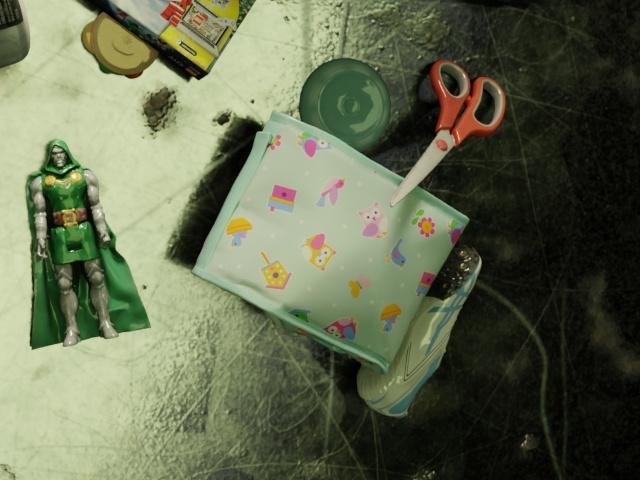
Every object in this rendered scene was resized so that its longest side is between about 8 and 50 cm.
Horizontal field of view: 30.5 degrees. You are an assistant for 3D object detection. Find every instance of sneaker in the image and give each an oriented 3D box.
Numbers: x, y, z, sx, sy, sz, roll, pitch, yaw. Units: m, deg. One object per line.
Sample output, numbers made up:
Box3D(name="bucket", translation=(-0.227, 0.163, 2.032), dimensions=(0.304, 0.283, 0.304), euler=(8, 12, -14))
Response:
Box3D(name="sneaker", translation=(0.129, 0.112, 1.465), dimensions=(0.237, 0.085, 0.086), euler=(-57, 134, -10))

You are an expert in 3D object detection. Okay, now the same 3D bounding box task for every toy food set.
Box3D(name="toy food set", translation=(-0.224, -0.229, 1.346), dimensions=(0.083, 0.020, 0.082), euler=(-42, 105, -11))

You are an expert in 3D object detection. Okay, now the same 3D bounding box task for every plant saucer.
Box3D(name="plant saucer", translation=(0.034, -0.164, 1.435), dimensions=(0.119, 0.021, 0.119), euler=(-1, 95, -17))

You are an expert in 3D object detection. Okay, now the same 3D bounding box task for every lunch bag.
Box3D(name="lunch bag", translation=(0.000, 0.000, 1.367), dimensions=(0.262, 0.160, 0.223), euler=(29, 86, -24))

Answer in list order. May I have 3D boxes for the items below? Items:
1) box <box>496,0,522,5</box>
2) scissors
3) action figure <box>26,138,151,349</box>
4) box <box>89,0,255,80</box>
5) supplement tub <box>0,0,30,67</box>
Box3D(name="box", translation=(0.218, -0.406, 1.446), dimensions=(0.147, 0.077, 0.180), euler=(23, 87, -18))
Box3D(name="scissors", translation=(0.157, -0.116, 1.390), dimensions=(0.109, 0.021, 0.297), euler=(32, 44, -11))
Box3D(name="action figure", translation=(-0.280, 0.001, 1.327), dimensions=(0.137, 0.063, 0.232), euler=(-11, 94, -14))
Box3D(name="box", translation=(-0.185, -0.314, 1.327), dimensions=(0.233, 0.044, 0.159), euler=(36, 73, -17))
Box3D(name="supplement tub", translation=(-0.469, -0.234, 1.175), dimensions=(0.316, 0.193, 0.193), euler=(-18, 100, -15))
